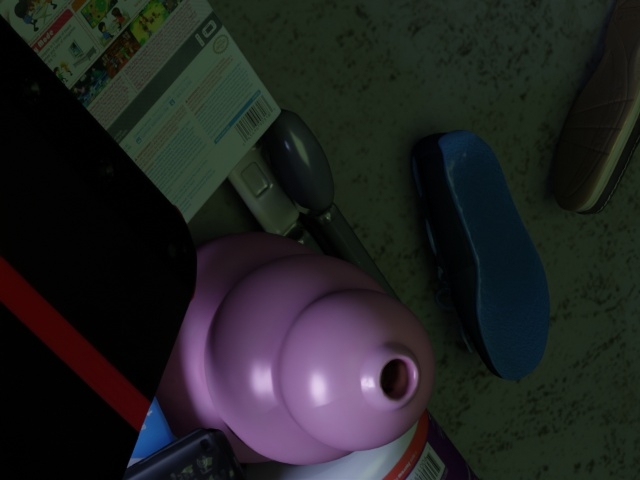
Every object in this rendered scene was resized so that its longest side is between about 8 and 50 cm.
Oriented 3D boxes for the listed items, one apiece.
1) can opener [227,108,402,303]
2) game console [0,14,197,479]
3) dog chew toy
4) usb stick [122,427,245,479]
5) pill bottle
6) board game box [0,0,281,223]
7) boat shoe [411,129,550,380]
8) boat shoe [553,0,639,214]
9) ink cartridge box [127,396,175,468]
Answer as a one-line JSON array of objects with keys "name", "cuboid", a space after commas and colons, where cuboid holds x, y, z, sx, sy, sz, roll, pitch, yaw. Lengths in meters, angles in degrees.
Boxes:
[{"name": "can opener", "cuboid": [0.000, 0.000, 1.665, 0.074, 0.093, 0.280, -43, 123, -18]}, {"name": "game console", "cuboid": [-0.247, 0.022, 1.286, 0.386, 0.060, 0.342, 49, 47, -36]}, {"name": "dog chew toy", "cuboid": [-0.022, 0.099, 1.516, 0.206, 0.332, 0.207, -2, 94, -29]}, {"name": "usb stick", "cuboid": [-0.184, 0.239, 1.423, 0.278, 0.045, 0.077, -28, 105, -26]}, {"name": "pill bottle", "cuboid": [0.081, 0.284, 1.708, 0.181, 0.181, 0.323, -45, 119, -17]}, {"name": "board game box", "cuboid": [-0.197, -0.142, 1.475, 0.224, 0.097, 0.303, -51, 128, -24]}, {"name": "boat shoe", "cuboid": [0.159, 0.010, 1.761, 0.109, 0.089, 0.258, -20, 105, -28]}, {"name": "boat shoe", "cuboid": [0.327, -0.151, 1.823, 0.092, 0.103, 0.285, 26, 80, -27]}, {"name": "ink cartridge box", "cuboid": [-0.308, 0.258, 1.475, 0.395, 0.166, 0.285, -31, 113, -24]}]
